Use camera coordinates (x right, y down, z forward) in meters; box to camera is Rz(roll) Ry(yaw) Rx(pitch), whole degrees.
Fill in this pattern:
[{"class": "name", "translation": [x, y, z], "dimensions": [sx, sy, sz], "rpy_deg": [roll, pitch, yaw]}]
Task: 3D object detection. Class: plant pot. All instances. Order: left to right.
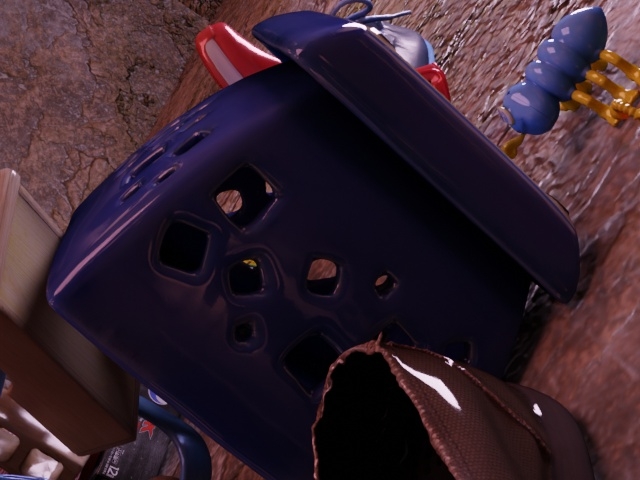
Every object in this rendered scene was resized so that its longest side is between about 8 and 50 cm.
[{"class": "plant pot", "translation": [0.000, 0.000, 0.642], "dimensions": [0.212, 0.236, 0.236], "rpy_deg": [-49, 16, 4]}]

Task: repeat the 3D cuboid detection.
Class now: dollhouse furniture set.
[{"class": "dollhouse furniture set", "translation": [-0.261, 0.080, 0.692], "dimensions": [0.242, 0.161, 0.212], "rpy_deg": [-19, 45, 14]}, {"class": "dollhouse furniture set", "translation": [-0.274, 0.190, 1.147], "dimensions": [0.374, 0.152, 0.201], "rpy_deg": [-55, 7, 24]}]

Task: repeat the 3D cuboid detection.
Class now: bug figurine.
[{"class": "bug figurine", "translation": [0.191, -0.124, 0.575], "dimensions": [0.216, 0.072, 0.279], "rpy_deg": [-57, 15, 3]}]

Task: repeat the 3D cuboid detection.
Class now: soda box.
[{"class": "soda box", "translation": [-0.185, 0.193, 1.126], "dimensions": [0.053, 0.060, 0.169], "rpy_deg": [-48, 18, 46]}]

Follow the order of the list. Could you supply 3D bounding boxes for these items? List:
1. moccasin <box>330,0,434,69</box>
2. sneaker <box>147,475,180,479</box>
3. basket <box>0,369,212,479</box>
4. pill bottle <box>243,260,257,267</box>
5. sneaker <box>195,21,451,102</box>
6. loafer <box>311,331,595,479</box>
[{"class": "moccasin", "translation": [0.038, -0.161, 1.021], "dimensions": [0.138, 0.117, 0.342], "rpy_deg": [-54, 16, 15]}, {"class": "sneaker", "translation": [-0.153, 0.285, 0.889], "dimensions": [0.188, 0.066, 0.071], "rpy_deg": [-60, 32, 11]}, {"class": "basket", "translation": [-0.200, 0.224, 0.771], "dimensions": [0.254, 0.201, 0.289], "rpy_deg": [24, 93, 44]}, {"class": "pill bottle", "translation": [-0.078, 0.058, 0.958], "dimensions": [0.117, 0.117, 0.208], "rpy_deg": [-56, 16, 6]}, {"class": "sneaker", "translation": [0.018, -0.114, 0.833], "dimensions": [0.128, 0.221, 0.087], "rpy_deg": [-45, 8, 6]}, {"class": "loafer", "translation": [0.037, 0.164, 0.383], "dimensions": [0.134, 0.130, 0.366], "rpy_deg": [-52, 17, 21]}]
